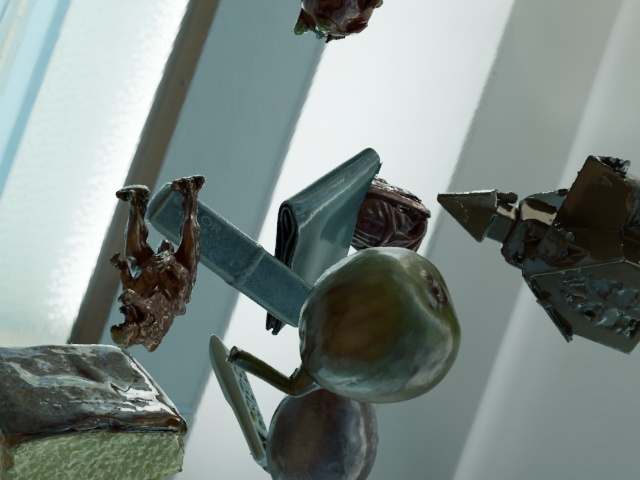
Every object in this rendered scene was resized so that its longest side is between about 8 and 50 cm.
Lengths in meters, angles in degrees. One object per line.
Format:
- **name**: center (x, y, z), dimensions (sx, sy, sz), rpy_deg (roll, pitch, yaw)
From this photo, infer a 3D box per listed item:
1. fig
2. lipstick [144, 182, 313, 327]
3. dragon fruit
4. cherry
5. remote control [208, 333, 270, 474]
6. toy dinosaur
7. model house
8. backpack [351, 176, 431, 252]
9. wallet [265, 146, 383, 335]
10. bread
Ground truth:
- **fig**: center (0.035, 0.094, 0.732), dimensions (0.186, 0.148, 0.142), rpy_deg (-55, -138, 19)
- **lipstick**: center (-0.134, 0.021, 1.226), dimensions (0.077, 0.290, 0.076), rpy_deg (-54, -156, -6)
- **dragon fruit**: center (0.029, -0.378, 1.213), dimensions (0.138, 0.175, 0.142), rpy_deg (28, -105, -2)
- **cherry**: center (0.003, 0.322, 1.333), dimensions (0.184, 0.266, 0.213), rpy_deg (3, -140, 0)
- **remote control**: center (-0.148, 0.308, 1.541), dimensions (0.051, 0.103, 0.293), rpy_deg (-30, -129, 0)
- **toy dinosaur**: center (-0.195, 0.020, 1.039), dimensions (0.097, 0.432, 0.208), rpy_deg (1, -85, 1)
- **model house**: center (0.249, -0.019, 0.886), dimensions (0.248, 0.181, 0.176), rpy_deg (20, -57, 1)
- **backpack**: center (0.106, -0.057, 1.645), dimensions (0.229, 0.229, 0.139), rpy_deg (54, -50, 35)
- **wallet**: center (0.001, 0.000, 1.418), dimensions (0.054, 0.251, 0.290), rpy_deg (29, -47, 22)
- **bread**: center (-0.439, 0.298, 1.426), dimensions (0.333, 0.324, 0.143), rpy_deg (30, -70, 48)
